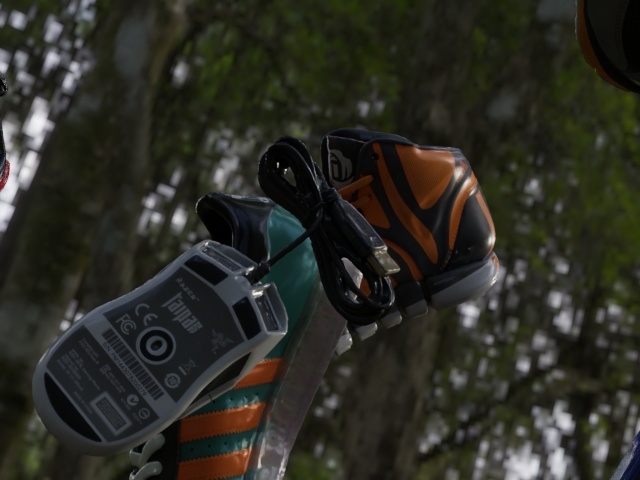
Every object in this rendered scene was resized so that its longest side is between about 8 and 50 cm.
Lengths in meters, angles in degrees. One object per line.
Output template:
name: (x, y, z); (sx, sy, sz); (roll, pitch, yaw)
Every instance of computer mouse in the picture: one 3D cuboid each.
computer mouse: (-0.057, 0.038, 0.916); (0.106, 0.193, 0.042); (51, -20, 12)

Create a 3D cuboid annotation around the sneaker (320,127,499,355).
sneaker: (0.000, 0.000, 1.666); (0.124, 0.321, 0.180); (23, -48, 61)

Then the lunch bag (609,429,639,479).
lunch bag: (0.281, 0.194, 1.446); (0.115, 0.243, 0.303); (30, 17, 13)

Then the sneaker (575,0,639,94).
sneaker: (0.204, -0.081, 0.890); (0.215, 0.084, 0.083); (31, 4, -37)

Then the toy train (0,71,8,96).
toy train: (-0.386, -0.230, 2.095); (0.027, 0.158, 0.036); (-25, -13, 1)

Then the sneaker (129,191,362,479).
sneaker: (-0.081, 0.111, 1.165); (0.121, 0.302, 0.108); (28, -21, -15)

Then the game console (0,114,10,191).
game console: (-0.405, -0.195, 1.441); (0.342, 0.387, 0.060); (17, -46, -37)
